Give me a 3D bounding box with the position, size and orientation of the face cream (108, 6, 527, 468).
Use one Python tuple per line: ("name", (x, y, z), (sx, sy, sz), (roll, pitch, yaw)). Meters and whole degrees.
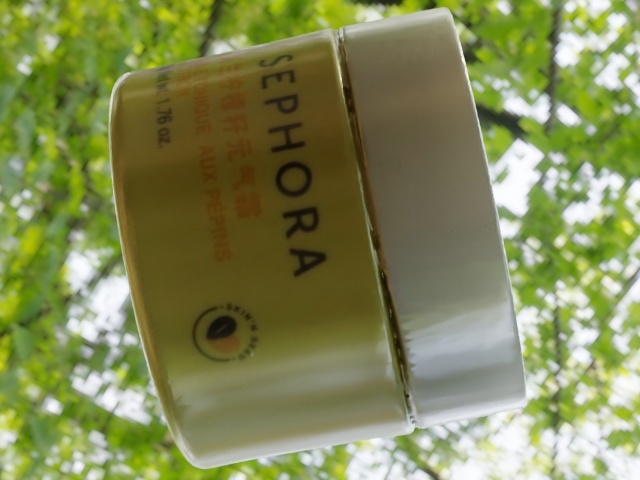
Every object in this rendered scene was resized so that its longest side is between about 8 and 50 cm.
("face cream", (0.000, 0.000, 0.946), (0.179, 0.218, 0.218), (-11, -128, 3))
